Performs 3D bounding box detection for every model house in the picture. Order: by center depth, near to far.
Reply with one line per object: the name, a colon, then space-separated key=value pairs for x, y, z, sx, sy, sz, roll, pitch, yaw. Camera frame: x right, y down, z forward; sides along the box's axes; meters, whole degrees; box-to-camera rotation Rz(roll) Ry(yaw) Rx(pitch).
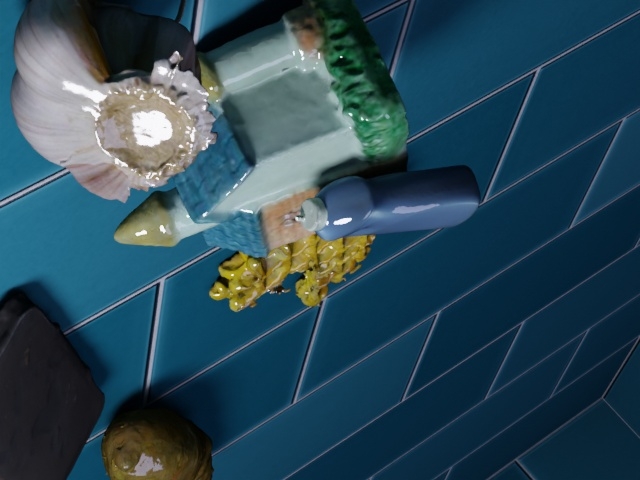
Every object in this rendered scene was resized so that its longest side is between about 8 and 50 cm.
model house: x=-0.086 y=-0.099 z=1.706 sx=0.325 sy=0.194 sz=0.267 roll=-24 pitch=158 yaw=-7

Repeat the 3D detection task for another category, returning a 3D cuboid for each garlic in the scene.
garlic: x=-0.150 y=-0.160 z=1.411 sx=0.256 sy=0.207 sz=0.207 roll=-48 pitch=159 yaw=-5

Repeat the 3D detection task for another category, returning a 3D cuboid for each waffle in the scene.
waffle: x=0.000 y=0.000 z=2.138 sx=0.259 sy=0.069 sz=0.293 roll=-50 pitch=158 yaw=24

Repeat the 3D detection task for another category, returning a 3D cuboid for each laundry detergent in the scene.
laundry detergent: x=0.065 y=-0.037 z=1.675 sx=0.206 sy=0.061 sz=0.097 roll=-7 pitch=168 yaw=-32

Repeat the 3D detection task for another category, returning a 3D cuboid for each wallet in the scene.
wallet: x=-0.344 y=0.202 z=1.871 sx=0.377 sy=0.051 sz=0.197 roll=76 pitch=36 yaw=-66

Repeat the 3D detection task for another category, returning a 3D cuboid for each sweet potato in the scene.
sweet potato: x=-0.221 y=0.313 z=2.289 sx=0.130 sy=0.130 sz=0.422 roll=-41 pitch=164 yaw=-2
